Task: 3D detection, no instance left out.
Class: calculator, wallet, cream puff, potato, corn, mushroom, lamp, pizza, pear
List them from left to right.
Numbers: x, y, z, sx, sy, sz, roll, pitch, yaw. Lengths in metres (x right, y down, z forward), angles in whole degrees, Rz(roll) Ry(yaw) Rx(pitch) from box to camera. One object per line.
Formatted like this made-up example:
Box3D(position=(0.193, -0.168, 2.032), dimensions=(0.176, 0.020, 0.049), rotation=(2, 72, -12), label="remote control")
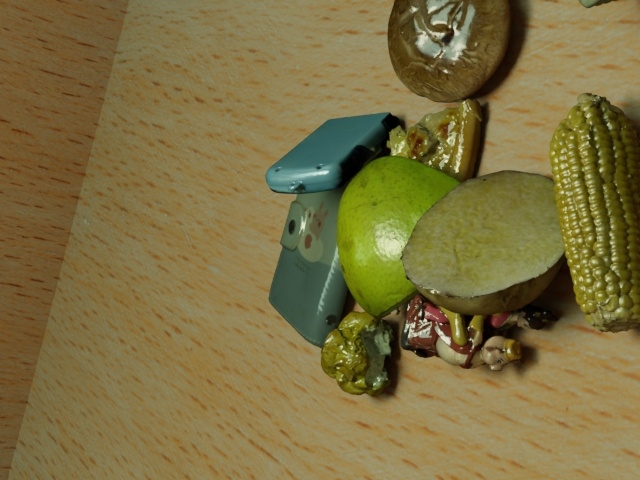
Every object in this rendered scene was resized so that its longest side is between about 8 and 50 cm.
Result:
Box3D(position=(0.000, 0.000, 2.350), dimensions=(0.252, 0.083, 0.360), rotation=(34, 111, 59), label="wallet")
Box3D(position=(0.026, -0.158, 2.225), dimensions=(0.173, 0.293, 0.051), rotation=(-1, 118, 36), label="calculator")
Box3D(position=(0.059, 0.190, 2.148), dimensions=(0.121, 0.156, 0.156), rotation=(-5, 74, 39), label="cream puff")
Box3D(position=(0.114, -0.019, 2.025), dimensions=(0.288, 0.139, 0.239), rotation=(-35, 75, 37), label="pear")
Box3D(position=(0.165, -0.106, 2.137), dimensions=(0.223, 0.089, 0.323), rotation=(33, 107, 53), label="pizza")
Box3D(position=(0.215, -0.366, 2.091), dimensions=(0.278, 0.146, 0.278), rotation=(-11, 75, 51), label="mushroom")
Box3D(position=(0.241, 0.143, 1.903), dimensions=(0.253, 0.118, 0.118), rotation=(6, 84, 40), label="lamp")
Box3D(position=(0.262, 0.023, 1.850), dimensions=(0.239, 0.116, 0.299), rotation=(10, 45, 34), label="potato")
Box3D(position=(0.388, -0.044, 1.719), dimensions=(0.130, 0.130, 0.347), rotation=(-29, 57, 51), label="corn")

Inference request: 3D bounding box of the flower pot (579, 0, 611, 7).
Box3D(position=(0.422, -0.463, 1.739), dimensions=(0.189, 0.239, 0.209), rotation=(-33, 23, 50), label="flower pot")
